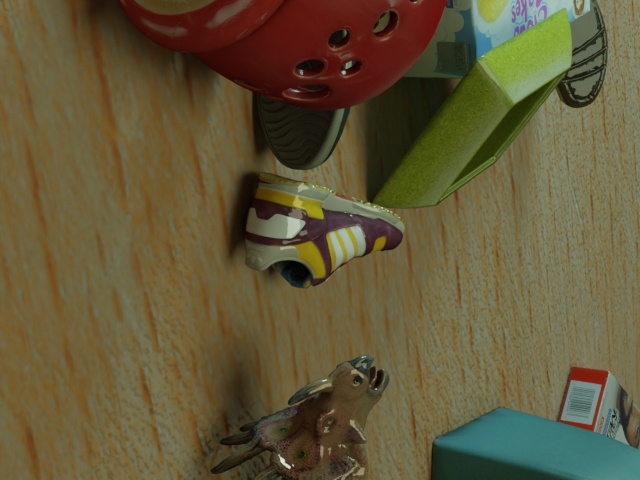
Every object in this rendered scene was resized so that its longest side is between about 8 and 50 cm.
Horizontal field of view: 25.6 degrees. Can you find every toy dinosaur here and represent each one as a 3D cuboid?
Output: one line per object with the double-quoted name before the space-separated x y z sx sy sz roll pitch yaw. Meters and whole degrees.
"toy dinosaur" -0.012 0.245 1.104 0.200 0.127 0.296 34 62 -54

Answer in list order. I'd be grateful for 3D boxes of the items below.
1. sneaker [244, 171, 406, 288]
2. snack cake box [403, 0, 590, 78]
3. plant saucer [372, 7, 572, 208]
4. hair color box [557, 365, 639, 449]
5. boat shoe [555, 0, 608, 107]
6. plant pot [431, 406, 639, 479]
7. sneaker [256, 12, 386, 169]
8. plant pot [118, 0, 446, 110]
"sneaker" 0.000 0.000 1.156 0.185 0.069 0.084 17 91 -51
"snack cake box" 0.166 -0.260 1.338 0.264 0.089 0.152 -34 123 -50
"plant saucer" 0.150 -0.109 1.279 0.188 0.045 0.188 -34 165 -50
"hair color box" 0.353 0.231 1.762 0.167 0.053 0.093 44 58 -53
"boat shoe" 0.262 -0.238 1.510 0.068 0.072 0.190 -8 99 -21
"plant pot" 0.254 0.284 1.446 0.165 0.234 0.166 -12 105 -57
"sneaker" 0.018 -0.163 1.126 0.118 0.083 0.222 5 91 -58
"plant pot" -0.031 -0.196 0.946 0.174 0.191 0.191 13 85 -55
